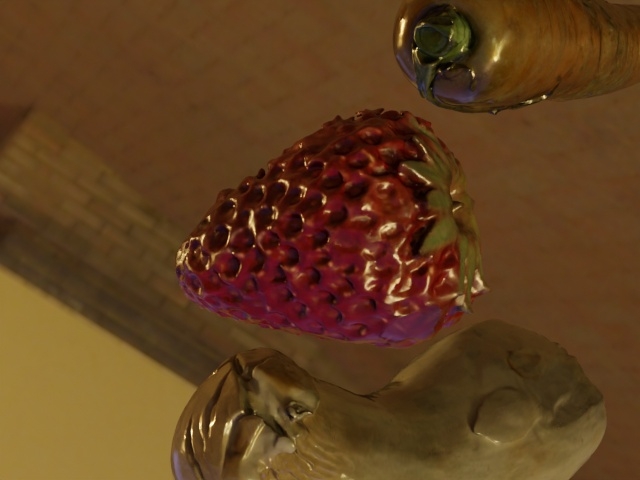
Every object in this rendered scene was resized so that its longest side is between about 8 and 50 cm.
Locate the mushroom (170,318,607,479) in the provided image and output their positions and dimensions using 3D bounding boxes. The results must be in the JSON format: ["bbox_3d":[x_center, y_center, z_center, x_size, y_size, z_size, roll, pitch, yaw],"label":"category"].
[{"bbox_3d":[0.031,0.087,0.683,0.223,0.092,0.081,-2,-174,-41],"label":"mushroom"}]

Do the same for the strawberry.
[{"bbox_3d":[0.000,0.000,1.245,0.244,0.205,0.205,-14,153,17],"label":"strawberry"}]

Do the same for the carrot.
[{"bbox_3d":[0.098,-0.071,0.544,0.049,0.049,0.254,27,-161,29],"label":"carrot"}]
